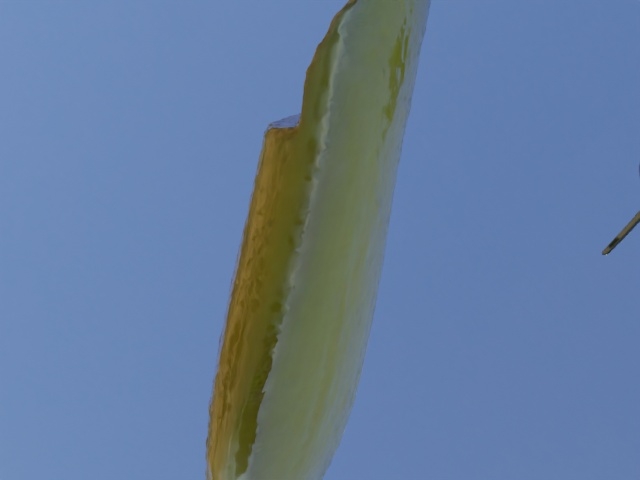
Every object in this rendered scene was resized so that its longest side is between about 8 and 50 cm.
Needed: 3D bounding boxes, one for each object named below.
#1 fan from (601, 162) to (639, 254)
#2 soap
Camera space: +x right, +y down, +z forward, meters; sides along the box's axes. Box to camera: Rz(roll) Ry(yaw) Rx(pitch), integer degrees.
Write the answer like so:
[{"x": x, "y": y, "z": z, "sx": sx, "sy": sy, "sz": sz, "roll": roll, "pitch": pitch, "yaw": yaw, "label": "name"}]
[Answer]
[{"x": 0.125, "y": -0.029, "z": 0.515, "sx": 0.080, "sy": 0.003, "sz": 0.060, "roll": -30, "pitch": -153, "yaw": 11, "label": "fan"}, {"x": 0.000, "y": 0.000, "z": 0.400, "sx": 0.033, "sy": 0.089, "sz": 0.168, "roll": 14, "pitch": -83, "yaw": 10, "label": "soap"}]
